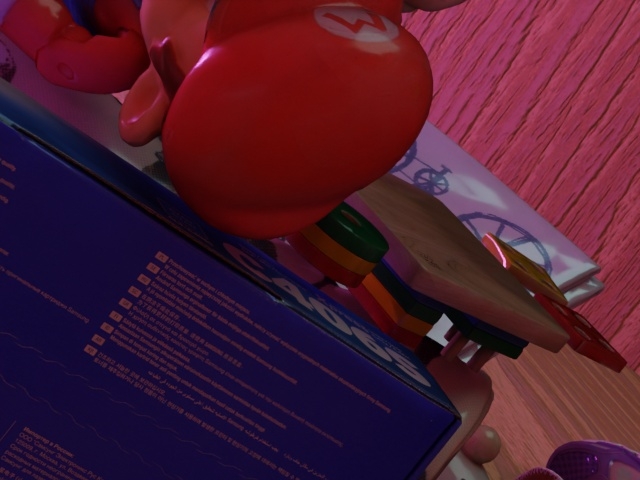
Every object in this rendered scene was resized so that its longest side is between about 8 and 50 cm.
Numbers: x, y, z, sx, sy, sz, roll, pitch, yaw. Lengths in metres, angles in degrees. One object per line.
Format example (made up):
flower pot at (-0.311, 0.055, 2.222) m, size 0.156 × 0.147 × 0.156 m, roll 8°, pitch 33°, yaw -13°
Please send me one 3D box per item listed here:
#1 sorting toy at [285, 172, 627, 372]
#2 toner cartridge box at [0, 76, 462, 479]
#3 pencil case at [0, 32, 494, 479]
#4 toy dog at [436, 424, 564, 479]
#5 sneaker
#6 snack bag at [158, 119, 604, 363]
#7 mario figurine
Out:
sorting toy at (0.051, 0.014, 0.868) m, size 0.274 × 0.046 × 0.132 m, roll 24°, pitch 19°, yaw -46°
toner cartridge box at (-0.123, 0.041, 0.697) m, size 0.348 × 0.165 × 0.075 m, roll 35°, pitch 8°, yaw -25°
pencil case at (-0.101, 0.025, 0.891) m, size 0.410 × 0.160 × 0.183 m, roll 38°, pitch 4°, yaw -2°
toy dog at (0.186, 0.219, 1.065) m, size 0.333 × 0.161 × 0.220 m, roll 41°, pitch 8°, yaw 17°
sneaker at (0.286, 0.265, 1.524) m, size 0.104 × 0.095 × 0.236 m, roll 18°, pitch 22°, yaw -47°
snack bag at (0.000, 0.000, 1.271) m, size 0.342 × 0.037 × 0.323 m, roll -28°, pitch 59°, yaw -35°
mario figurine at (-0.053, -0.134, 0.748) m, size 0.170 × 0.198 × 0.320 m, roll 45°, pitch -3°, yaw -40°
